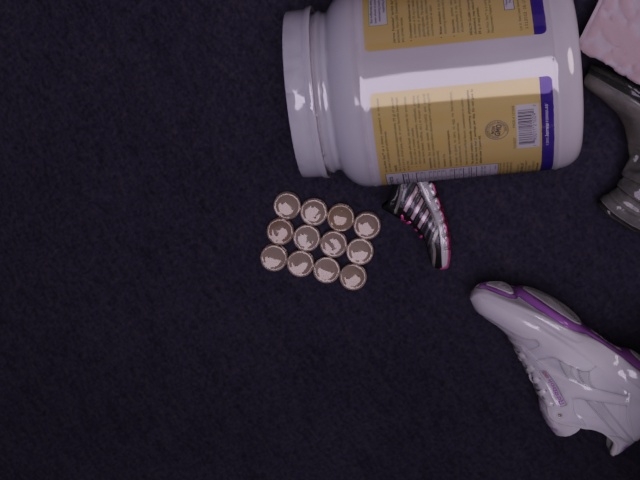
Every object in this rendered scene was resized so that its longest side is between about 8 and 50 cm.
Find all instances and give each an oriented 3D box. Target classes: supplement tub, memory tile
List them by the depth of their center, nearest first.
[{"bbox_3d":[0.133,-0.190,1.436,0.331,0.241,0.241,-5,103,6],"label":"supplement tub"},{"bbox_3d":[0.000,0.000,1.611,0.148,0.012,0.113,14,104,2],"label":"memory tile"}]

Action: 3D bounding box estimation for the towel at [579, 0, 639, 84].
[{"bbox_3d":[0.498,-0.287,1.378,0.332,0.053,0.317,37,120,26],"label":"towel"}]

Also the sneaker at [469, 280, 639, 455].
[{"bbox_3d":[0.310,0.170,1.572,0.305,0.114,0.152,34,103,-4],"label":"sneaker"}]

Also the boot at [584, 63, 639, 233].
[{"bbox_3d":[0.401,-0.098,1.522,0.246,0.083,0.161,36,110,-3],"label":"boot"}]

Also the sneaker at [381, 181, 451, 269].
[{"bbox_3d":[0.120,-0.039,1.567,0.074,0.063,0.170,-18,97,9],"label":"sneaker"}]
